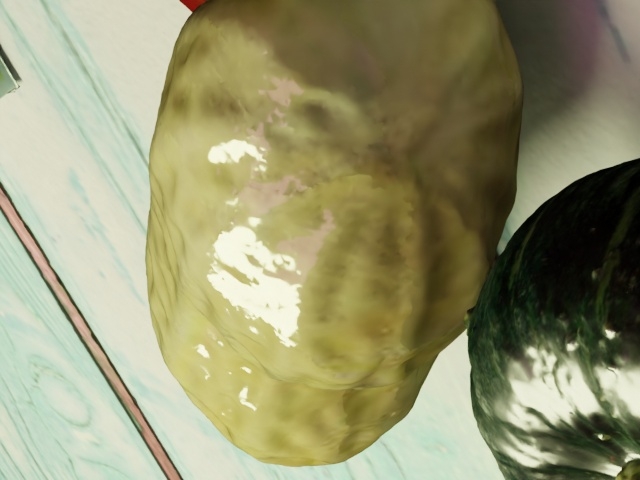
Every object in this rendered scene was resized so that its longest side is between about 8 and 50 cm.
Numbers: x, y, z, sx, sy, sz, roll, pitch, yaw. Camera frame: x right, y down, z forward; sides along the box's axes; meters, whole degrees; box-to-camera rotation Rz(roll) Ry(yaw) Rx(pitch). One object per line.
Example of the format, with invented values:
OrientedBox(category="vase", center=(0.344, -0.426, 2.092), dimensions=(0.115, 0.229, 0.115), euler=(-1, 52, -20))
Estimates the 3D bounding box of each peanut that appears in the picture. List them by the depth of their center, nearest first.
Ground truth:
OrientedBox(category="peanut", center=(0.000, 0.000, 0.790), dimensions=(0.152, 0.152, 0.313), euler=(38, 152, 11))

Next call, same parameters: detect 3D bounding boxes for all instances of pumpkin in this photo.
OrientedBox(category="pumpkin", center=(0.151, 0.061, 0.680), dimensions=(0.211, 0.152, 0.211), euler=(18, 142, 14))

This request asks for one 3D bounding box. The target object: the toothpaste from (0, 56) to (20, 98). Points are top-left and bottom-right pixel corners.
OrientedBox(category="toothpaste", center=(-0.220, -0.135, 0.998), dimensions=(0.034, 0.046, 0.164), euler=(11, 136, 49))

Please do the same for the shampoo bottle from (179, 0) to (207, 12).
OrientedBox(category="shampoo bottle", center=(-0.128, -0.220, 0.749), dimensions=(0.314, 0.076, 0.118), euler=(42, 153, 5))
